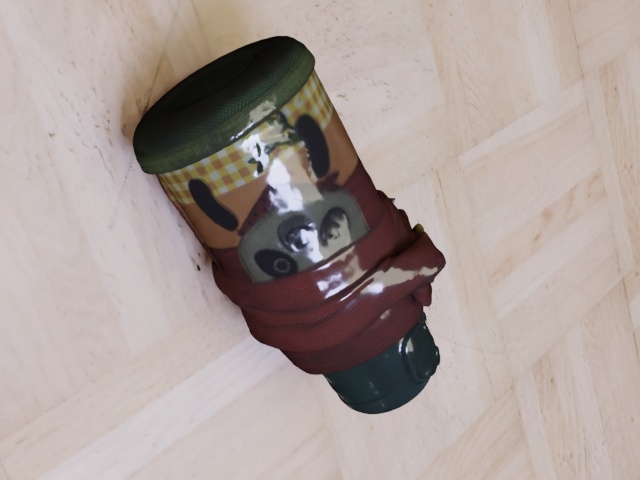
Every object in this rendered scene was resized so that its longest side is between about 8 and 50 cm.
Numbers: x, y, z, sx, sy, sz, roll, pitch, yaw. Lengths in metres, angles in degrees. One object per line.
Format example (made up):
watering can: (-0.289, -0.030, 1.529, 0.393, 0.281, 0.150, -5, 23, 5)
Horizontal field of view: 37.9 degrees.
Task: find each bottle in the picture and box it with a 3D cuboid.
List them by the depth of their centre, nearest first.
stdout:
bottle: (0.000, 0.000, 0.644, 0.271, 0.156, 0.143, 58, 47, -24)
